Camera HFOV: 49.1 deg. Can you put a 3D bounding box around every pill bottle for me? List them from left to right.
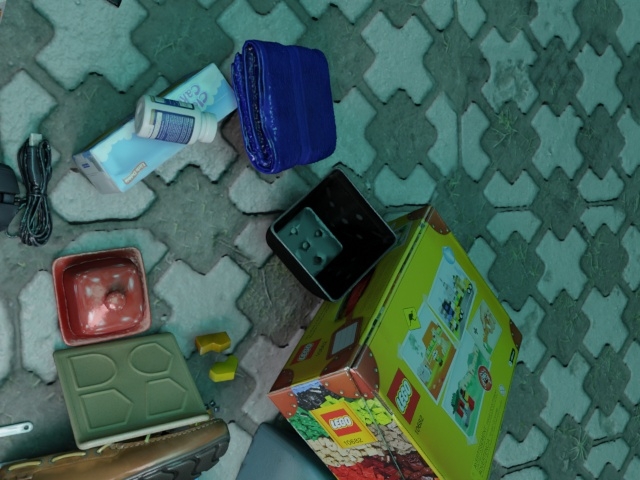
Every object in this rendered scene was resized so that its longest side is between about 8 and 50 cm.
[{"bbox_3d":[-0.230,-0.189,1.119,0.120,0.067,0.067,6,88,-29],"label":"pill bottle"}]

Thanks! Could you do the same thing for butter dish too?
[{"bbox_3d":[-0.362,0.098,1.198,0.160,0.118,0.160,-9,96,-29],"label":"butter dish"}]

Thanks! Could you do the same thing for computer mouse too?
[{"bbox_3d":[-0.561,-0.084,1.105,0.272,0.072,0.189,1,92,-30],"label":"computer mouse"}]

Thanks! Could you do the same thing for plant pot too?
[{"bbox_3d":[-0.013,0.531,1.335,0.248,0.252,0.247,29,78,-27],"label":"plant pot"},{"bbox_3d":[0.000,0.000,1.363,0.188,0.167,0.187,-44,98,-23],"label":"plant pot"}]

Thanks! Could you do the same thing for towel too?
[{"bbox_3d":[-0.063,-0.250,1.308,0.308,0.076,0.228,-28,113,-64],"label":"towel"}]

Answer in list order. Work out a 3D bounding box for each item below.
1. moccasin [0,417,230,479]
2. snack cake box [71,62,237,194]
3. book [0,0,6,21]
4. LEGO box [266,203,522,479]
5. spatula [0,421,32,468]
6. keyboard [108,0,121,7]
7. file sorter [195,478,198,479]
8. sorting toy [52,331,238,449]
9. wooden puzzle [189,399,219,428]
[{"bbox_3d":[-0.340,0.366,1.171,0.380,0.139,0.147,-18,56,-6],"label":"moccasin"},{"bbox_3d":[-0.285,-0.192,1.214,0.264,0.152,0.089,-42,110,-22],"label":"snack cake box"},{"bbox_3d":[-0.537,-0.341,1.068,0.096,0.144,0.035,-31,106,-26],"label":"book"},{"bbox_3d":[0.174,0.228,1.330,0.372,0.193,0.500,53,39,-15],"label":"LEGO box"},{"bbox_3d":[-0.588,0.380,1.134,0.242,0.019,0.168,-5,93,-29],"label":"spatula"},{"bbox_3d":[-0.340,-0.511,1.239,0.100,0.038,0.192,23,81,-29],"label":"keyboard"},{"bbox_3d":[-0.267,0.499,1.267,0.104,0.118,0.170,-17,100,-24],"label":"file sorter"},{"bbox_3d":[-0.281,0.244,1.204,0.307,0.229,0.041,-6,127,-30],"label":"sorting toy"},{"bbox_3d":[-0.227,0.348,1.347,0.083,0.006,0.049,-30,106,-26],"label":"wooden puzzle"}]
